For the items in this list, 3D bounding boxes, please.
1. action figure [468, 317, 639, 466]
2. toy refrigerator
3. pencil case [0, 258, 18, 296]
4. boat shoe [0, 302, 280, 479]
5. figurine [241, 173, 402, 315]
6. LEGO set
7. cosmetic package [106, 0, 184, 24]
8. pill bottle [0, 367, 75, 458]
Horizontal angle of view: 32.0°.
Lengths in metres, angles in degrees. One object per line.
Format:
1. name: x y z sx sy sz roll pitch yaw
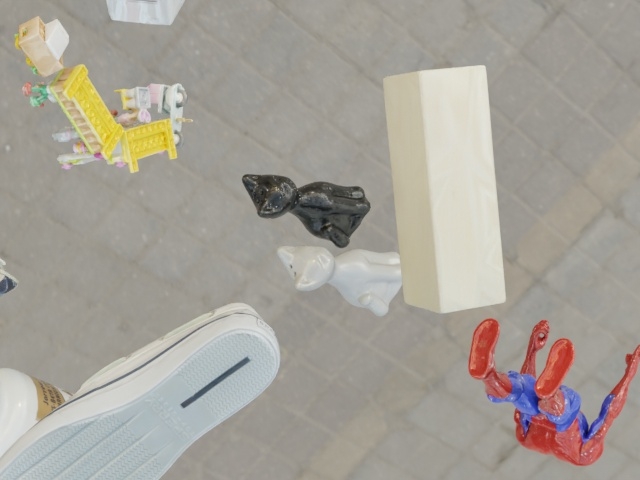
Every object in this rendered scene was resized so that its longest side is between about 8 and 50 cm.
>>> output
1. action figure: 0.208 0.109 0.952 0.139 0.091 0.280 -65 153 -17
2. toy refrigerator: 0.145 -0.061 1.282 0.094 0.102 0.269 -9 96 -19
3. pencil case: -0.604 0.170 1.575 0.160 0.183 0.410 36 72 -11
4. boat shoe: -0.127 0.123 0.778 0.226 0.076 0.083 -29 109 0
5. figurine: 0.000 0.000 1.566 0.209 0.215 0.092 13 130 -46
6. LEGO set: -0.260 -0.139 1.224 0.287 0.107 0.132 18 71 -62
7. cosmetic package: -0.196 -0.379 1.394 0.085 0.231 0.117 7 131 7
8. pill bottle: -0.400 0.239 1.456 0.131 0.131 0.229 -45 138 9
